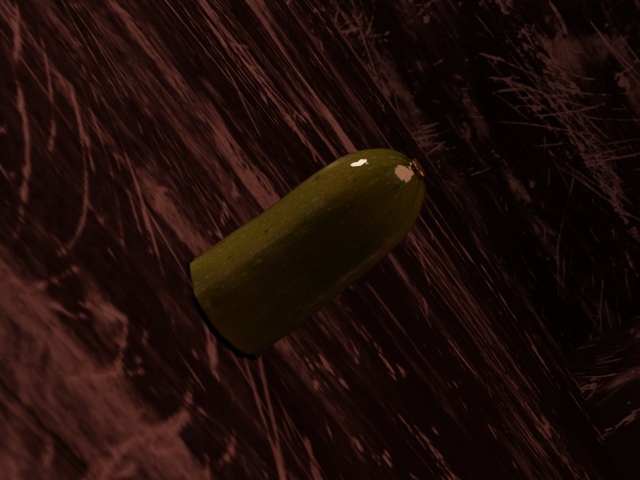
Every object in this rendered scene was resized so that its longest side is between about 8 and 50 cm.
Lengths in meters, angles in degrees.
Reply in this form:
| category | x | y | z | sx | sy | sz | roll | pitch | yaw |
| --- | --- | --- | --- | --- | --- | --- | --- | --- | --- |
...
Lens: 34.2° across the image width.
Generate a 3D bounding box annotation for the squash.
| category | x | y | z | sx | sy | sz | roll | pitch | yaw |
| --- | --- | --- | --- | --- | --- | --- | --- | --- | --- |
| squash | 0.000 | 0.000 | 0.776 | 0.095 | 0.188 | 0.095 | 52 | 12 | -16 |
